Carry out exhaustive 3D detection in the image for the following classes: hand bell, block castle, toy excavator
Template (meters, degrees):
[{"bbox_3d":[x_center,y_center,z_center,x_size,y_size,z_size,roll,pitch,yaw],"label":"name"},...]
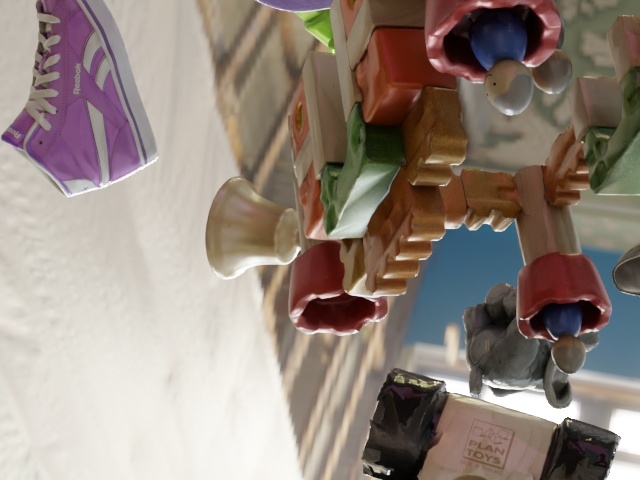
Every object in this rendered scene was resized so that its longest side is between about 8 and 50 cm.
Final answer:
[{"bbox_3d":[0.000,0.000,1.552,0.126,0.242,0.126,-30,-56,-59],"label":"hand bell"},{"bbox_3d":[0.153,-0.067,1.018,0.453,0.303,0.213,117,152,-56],"label":"block castle"},{"bbox_3d":[0.162,0.291,1.359,0.445,0.222,0.433,88,-159,-54],"label":"toy excavator"}]

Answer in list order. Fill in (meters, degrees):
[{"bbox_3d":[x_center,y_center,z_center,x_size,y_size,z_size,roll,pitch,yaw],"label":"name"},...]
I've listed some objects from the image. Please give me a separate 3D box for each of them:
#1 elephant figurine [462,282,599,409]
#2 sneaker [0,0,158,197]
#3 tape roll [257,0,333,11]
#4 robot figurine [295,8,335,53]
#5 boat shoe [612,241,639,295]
[{"bbox_3d":[0.336,0.188,2.065,0.239,0.186,0.169,43,-167,-35],"label":"elephant figurine"},{"bbox_3d":[-0.300,-0.182,1.506,0.161,0.102,0.282,-27,-68,-20],"label":"sneaker"},{"bbox_3d":[-0.021,-0.370,1.312,0.275,0.090,0.275,-20,-54,-30],"label":"tape roll"},{"bbox_3d":[0.027,-0.258,1.579,0.067,0.115,0.101,-16,45,57],"label":"robot figurine"},{"bbox_3d":[0.451,0.037,1.713,0.073,0.223,0.080,-23,-84,-32],"label":"boat shoe"}]
